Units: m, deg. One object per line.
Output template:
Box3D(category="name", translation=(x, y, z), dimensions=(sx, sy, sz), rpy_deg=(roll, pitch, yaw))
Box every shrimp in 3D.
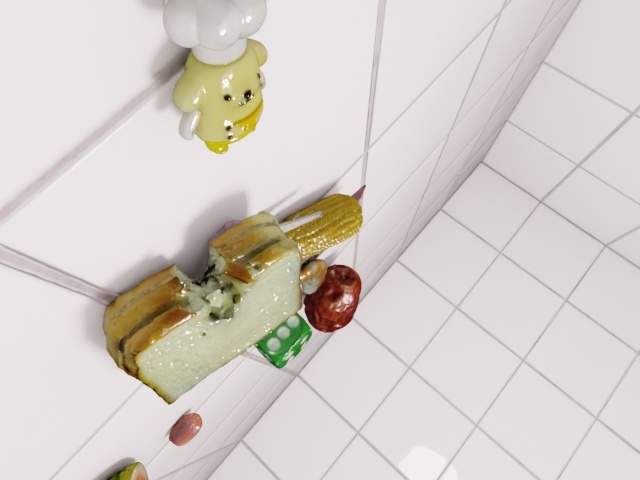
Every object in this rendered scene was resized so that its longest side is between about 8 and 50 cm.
Box3D(category="shrimp", translation=(-0.046, 0.118, 1.110), dimensions=(0.166, 0.049, 0.161), rpy_deg=(-37, 162, -39))

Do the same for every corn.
Box3D(category="corn", translation=(-0.003, -0.026, 0.809), dimensions=(0.261, 0.097, 0.097), rpy_deg=(-26, 152, -44))

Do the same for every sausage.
Box3D(category="sausage", translation=(-0.353, 0.495, 1.107), dimensions=(0.094, 0.059, 0.054), rpy_deg=(-45, 152, -2))

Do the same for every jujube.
Box3D(category="jujube", translation=(0.038, 0.179, 1.280), dimensions=(0.174, 0.174, 0.250), rpy_deg=(-38, 164, -39))

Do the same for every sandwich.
Box3D(category="sandwich", translation=(-0.152, 0.101, 0.608), dimensions=(0.273, 0.095, 0.249), rpy_deg=(-34, 158, -23))

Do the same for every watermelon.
Box3D(category="watermelon", translation=(-0.457, 0.598, 0.940), dimensions=(0.128, 0.159, 0.303), rpy_deg=(-12, 153, -18))

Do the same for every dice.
Box3D(category="dice", translation=(-0.105, 0.232, 1.059), dimensions=(0.128, 0.131, 0.120), rpy_deg=(-44, 164, -18))

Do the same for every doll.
Box3D(category="doll", translation=(-0.082, -0.145, 0.354), dimensions=(0.106, 0.062, 0.162), rpy_deg=(-48, 165, -27))

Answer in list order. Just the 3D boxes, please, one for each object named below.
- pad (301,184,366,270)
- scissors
Box3D(category="pad", translation=(0.000, 0.000, 1.051), dimensions=(0.300, 0.005, 0.202), rpy_deg=(-41, 162, -32))
Box3D(category="scissors", translation=(-0.082, -0.013, 0.671), dimensions=(0.212, 0.021, 0.110), rpy_deg=(-25, 150, -33))
